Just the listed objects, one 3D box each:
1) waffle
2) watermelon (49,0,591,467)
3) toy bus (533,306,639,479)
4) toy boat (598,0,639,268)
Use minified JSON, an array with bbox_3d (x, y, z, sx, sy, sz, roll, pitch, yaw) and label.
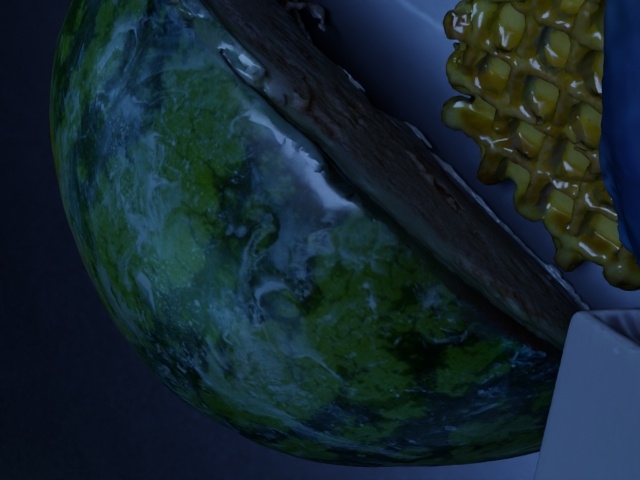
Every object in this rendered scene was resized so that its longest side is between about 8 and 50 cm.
[{"bbox_3d":[0.126,-0.060,0.523,0.191,0.038,0.191,30,138,31],"label":"waffle"},{"bbox_3d":[0.000,0.000,0.579,0.305,0.180,0.224,47,153,10],"label":"watermelon"},{"bbox_3d":[0.151,0.175,0.503,0.139,0.113,0.301,6,102,-17],"label":"toy bus"},{"bbox_3d":[0.213,-0.106,0.390,0.330,0.215,0.123,-60,30,-7],"label":"toy boat"}]
